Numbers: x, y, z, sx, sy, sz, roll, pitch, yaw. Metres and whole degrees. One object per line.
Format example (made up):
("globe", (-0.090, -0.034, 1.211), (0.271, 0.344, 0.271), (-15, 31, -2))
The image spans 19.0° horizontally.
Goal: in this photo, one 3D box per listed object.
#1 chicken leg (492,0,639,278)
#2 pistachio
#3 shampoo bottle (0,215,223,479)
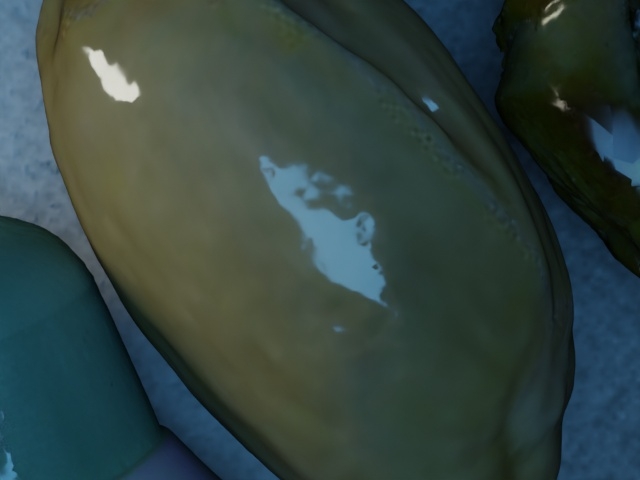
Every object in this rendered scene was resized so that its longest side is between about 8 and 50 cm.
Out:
("chicken leg", (0.139, -0.151, 0.786), (0.201, 0.153, 0.429), (-21, 90, -14))
("pistachio", (0.000, 0.000, 0.773), (0.181, 0.162, 0.293), (-32, 98, 43))
("shampoo bottle", (-0.107, 0.155, 0.787), (0.221, 0.151, 0.350), (-23, 96, 5))
